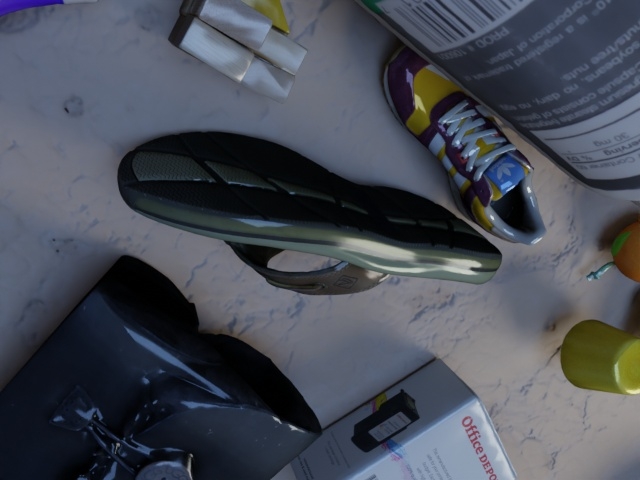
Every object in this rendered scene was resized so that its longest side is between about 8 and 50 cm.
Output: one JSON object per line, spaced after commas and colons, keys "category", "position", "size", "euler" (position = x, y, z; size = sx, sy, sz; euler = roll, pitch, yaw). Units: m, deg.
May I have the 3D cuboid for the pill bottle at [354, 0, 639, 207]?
{"category": "pill bottle", "position": [0.195, -0.154, 0.424], "size": [0.361, 0.204, 0.204], "euler": [30, 98, -27]}

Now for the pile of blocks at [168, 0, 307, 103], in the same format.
{"category": "pile of blocks", "position": [-0.068, -0.247, 0.348], "size": [0.149, 0.112, 0.362], "euler": [-28, 117, -7]}

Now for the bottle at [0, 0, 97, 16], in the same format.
{"category": "bottle", "position": [-0.265, -0.154, 0.327], "size": [0.283, 0.092, 0.118], "euler": [-6, 111, -17]}

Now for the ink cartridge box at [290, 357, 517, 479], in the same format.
{"category": "ink cartridge box", "position": [0.078, 0.214, 0.601], "size": [0.175, 0.072, 0.127], "euler": [-31, 117, -6]}

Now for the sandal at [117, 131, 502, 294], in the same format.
{"category": "sandal", "position": [0.001, 0.001, 0.472], "size": [0.303, 0.120, 0.086], "euler": [15, 119, -24]}

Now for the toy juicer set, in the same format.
{"category": "toy juicer set", "position": [0.402, 0.071, 0.661], "size": [0.329, 0.089, 0.209], "euler": [13, 87, -20]}

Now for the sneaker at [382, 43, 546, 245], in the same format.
{"category": "sneaker", "position": [0.120, -0.075, 0.496], "size": [0.069, 0.084, 0.185], "euler": [-41, 118, 0]}

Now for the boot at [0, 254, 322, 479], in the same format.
{"category": "boot", "position": [-0.165, 0.281, 0.517], "size": [0.367, 0.146, 0.445], "euler": [41, 89, -29]}
